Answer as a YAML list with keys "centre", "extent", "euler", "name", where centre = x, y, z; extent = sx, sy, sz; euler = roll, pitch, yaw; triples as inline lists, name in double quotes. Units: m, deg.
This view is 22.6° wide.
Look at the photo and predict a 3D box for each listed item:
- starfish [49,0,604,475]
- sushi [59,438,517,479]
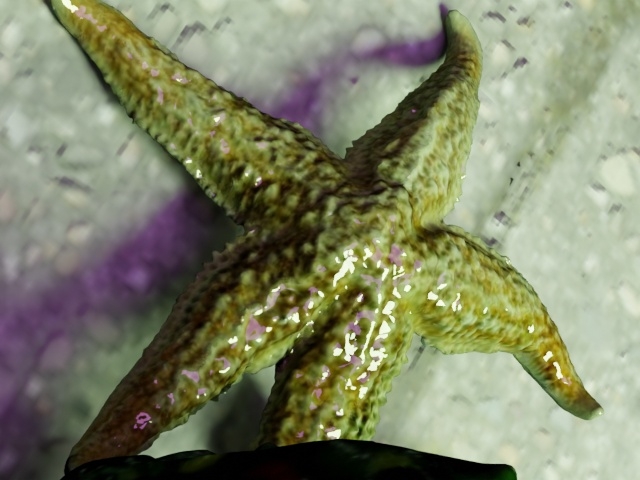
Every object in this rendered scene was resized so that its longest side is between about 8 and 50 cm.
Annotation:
- centre: [0.001, -0.001, 0.482]
  extent: [0.217, 0.050, 0.223]
  euler: [35, 53, -6]
  name: "starfish"
- centre: [-0.044, 0.122, 0.378]
  extent: [0.127, 0.225, 0.124]
  euler: [66, 21, -18]
  name: "sushi"
